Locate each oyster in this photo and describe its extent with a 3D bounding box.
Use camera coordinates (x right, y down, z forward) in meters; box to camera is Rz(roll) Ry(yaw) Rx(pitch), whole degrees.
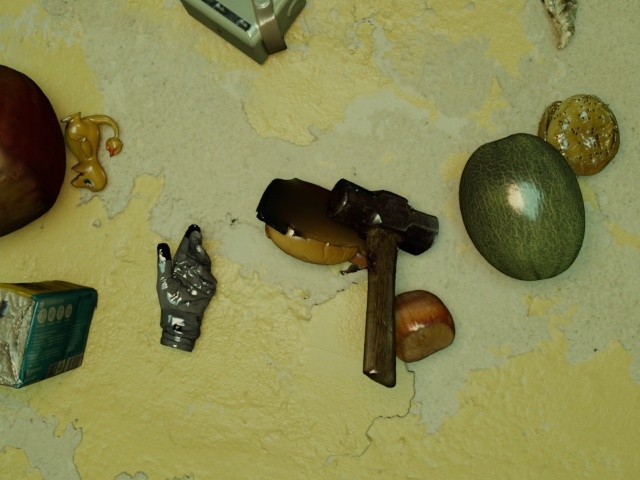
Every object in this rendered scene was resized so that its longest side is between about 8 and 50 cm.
[{"bbox_3d":[0.531,-0.532,1.431,0.106,0.061,0.199,-26,89,-1],"label":"oyster"}]

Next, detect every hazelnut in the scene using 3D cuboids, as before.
[{"bbox_3d":[-0.728,-0.181,1.316,0.421,0.352,0.420,-10,51,13],"label":"hazelnut"},{"bbox_3d":[0.205,0.181,1.402,0.151,0.150,0.150,0,89,1],"label":"hazelnut"}]

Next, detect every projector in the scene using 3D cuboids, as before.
[{"bbox_3d":[-0.154,-0.507,1.393,0.243,0.163,0.177,37,91,6],"label":"projector"}]

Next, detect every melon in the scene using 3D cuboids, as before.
[{"bbox_3d":[0.410,-0.064,1.338,0.238,0.237,0.301,-18,90,1],"label":"melon"}]

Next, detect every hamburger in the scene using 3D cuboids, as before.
[{"bbox_3d":[0.557,-0.230,1.401,0.185,0.113,0.177,-44,88,1],"label":"hamburger"}]

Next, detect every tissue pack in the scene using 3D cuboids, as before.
[{"bbox_3d":[-0.585,0.181,1.338,0.134,0.271,0.192,11,88,5],"label":"tissue pack"}]

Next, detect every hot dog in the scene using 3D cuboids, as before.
[{"bbox_3d":[-0.001,-0.006,1.388,0.326,0.107,0.194,32,49,-16],"label":"hot dog"}]

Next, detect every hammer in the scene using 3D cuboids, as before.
[{"bbox_3d":[0.115,0.087,1.300,0.243,0.095,0.408,20,59,-25],"label":"hammer"}]

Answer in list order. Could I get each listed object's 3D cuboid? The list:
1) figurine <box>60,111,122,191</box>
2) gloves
[{"bbox_3d":[-0.494,-0.195,1.437,0.123,0.121,0.175,-11,104,-26],"label":"figurine"},{"bbox_3d":[-0.296,0.103,1.412,0.143,0.119,0.285,12,104,-10],"label":"gloves"}]
